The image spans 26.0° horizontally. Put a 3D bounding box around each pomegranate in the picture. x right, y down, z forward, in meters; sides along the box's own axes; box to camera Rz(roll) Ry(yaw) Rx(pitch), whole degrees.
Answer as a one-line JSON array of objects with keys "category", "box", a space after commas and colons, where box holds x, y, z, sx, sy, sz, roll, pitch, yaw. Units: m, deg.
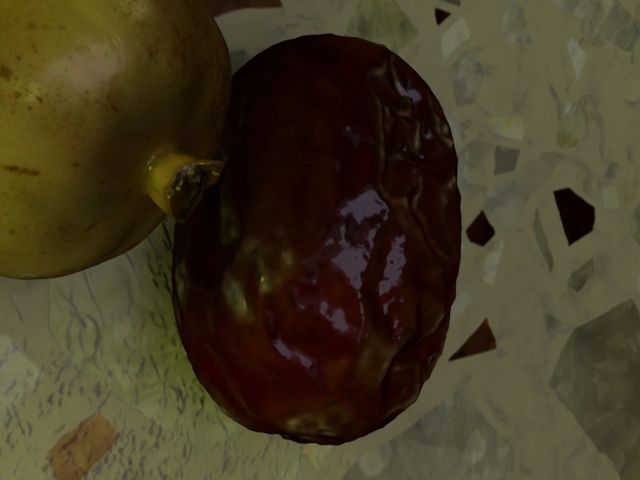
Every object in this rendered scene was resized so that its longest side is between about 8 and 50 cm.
[{"category": "pomegranate", "box": [-0.211, -0.117, 1.102, 0.319, 0.319, 0.319, -2, 93, -39]}]

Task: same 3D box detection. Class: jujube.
[{"category": "jujube", "box": [-0.001, 0.001, 1.323, 0.276, 0.276, 0.377, 18, 69, -38]}]
